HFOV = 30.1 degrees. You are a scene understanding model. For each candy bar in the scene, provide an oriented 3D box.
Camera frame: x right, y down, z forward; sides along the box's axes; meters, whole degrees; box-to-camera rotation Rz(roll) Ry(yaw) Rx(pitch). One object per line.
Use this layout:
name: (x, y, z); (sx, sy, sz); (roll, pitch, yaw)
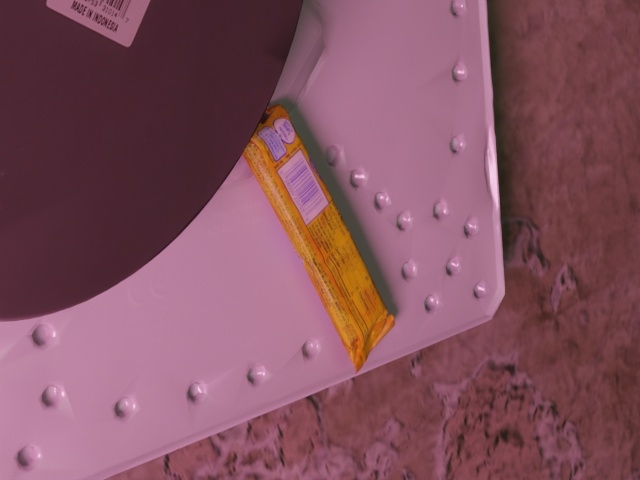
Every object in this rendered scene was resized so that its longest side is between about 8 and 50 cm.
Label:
candy bar: (0.000, 0.000, 0.632); (0.040, 0.018, 0.161); (-46, 123, -29)

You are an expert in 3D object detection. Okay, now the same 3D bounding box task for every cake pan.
cake pan: (-0.098, -0.096, 0.440); (0.293, 0.054, 0.293); (-39, 142, -39)

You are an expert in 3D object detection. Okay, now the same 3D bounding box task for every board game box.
board game box: (-0.065, -0.098, 0.607); (0.390, 0.050, 0.390); (-17, 108, -37)
